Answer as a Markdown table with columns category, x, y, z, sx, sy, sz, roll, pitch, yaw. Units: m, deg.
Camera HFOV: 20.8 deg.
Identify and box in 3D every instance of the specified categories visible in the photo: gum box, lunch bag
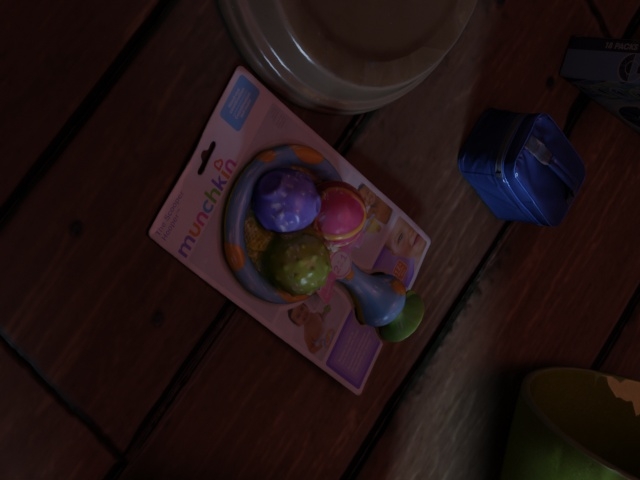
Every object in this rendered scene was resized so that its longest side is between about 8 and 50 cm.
| category | x | y | z | sx | sy | sz | roll | pitch | yaw |
| --- | --- | --- | --- | --- | --- | --- | --- | --- | --- |
| gum box | 0.314 | -0.112 | 1.445 | 0.184 | 0.157 | 0.041 | 29 | 78 | -45 |
| lunch bag | 0.165 | -0.054 | 1.372 | 0.098 | 0.065 | 0.067 | 45 | 66 | -40 |

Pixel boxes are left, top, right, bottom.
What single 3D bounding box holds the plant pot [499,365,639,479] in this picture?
| category | x | y | z | sx | sy | sz | roll | pitch | yaw |
| --- | --- | --- | --- | --- | --- | --- | --- | --- | --- |
| plant pot | 0.239 | 0.292 | 1.404 | 0.275 | 0.275 | 0.293 | 5 | 111 | -45 |

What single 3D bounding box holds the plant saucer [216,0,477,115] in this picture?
| category | x | y | z | sx | sy | sz | roll | pitch | yaw |
| --- | --- | --- | --- | --- | --- | --- | --- | --- | --- |
| plant saucer | 0.033 | -0.225 | 1.227 | 0.278 | 0.041 | 0.278 | -10 | 104 | -44 |

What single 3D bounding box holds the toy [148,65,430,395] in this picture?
| category | x | y | z | sx | sy | sz | roll | pitch | yaw |
| --- | --- | --- | --- | --- | --- | --- | --- | --- | --- |
| toy | 0.000 | 0.000 | 1.224 | 0.237 | 0.056 | 0.137 | 42 | 67 | -41 |
